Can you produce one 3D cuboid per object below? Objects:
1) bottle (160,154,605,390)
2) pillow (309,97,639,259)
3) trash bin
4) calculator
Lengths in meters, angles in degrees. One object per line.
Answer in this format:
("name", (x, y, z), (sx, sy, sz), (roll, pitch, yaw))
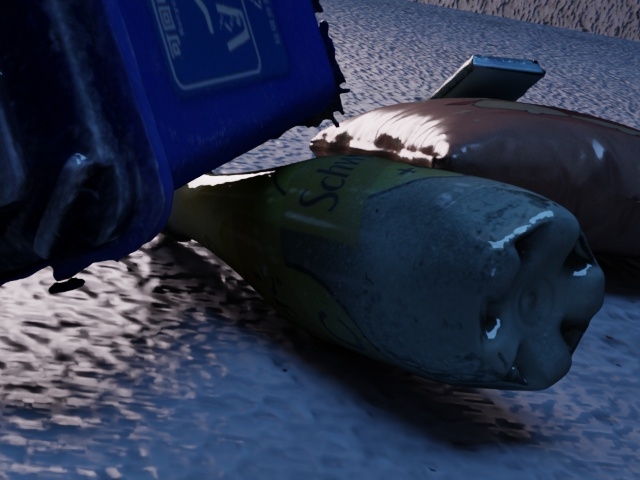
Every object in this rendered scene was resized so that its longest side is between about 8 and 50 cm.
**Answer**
("bottle", (0.000, 0.000, 0.594), (0.083, 0.083, 0.269), (-1, 11, -39))
("pillow", (0.133, -0.039, 0.814), (0.236, 0.084, 0.223), (5, 8, -17))
("trash bin", (-0.108, -0.074, 0.545), (0.184, 0.163, 0.234), (-12, 8, 28))
("calculator", (0.090, -0.083, 0.909), (0.057, 0.018, 0.172), (1, -17, -19))
